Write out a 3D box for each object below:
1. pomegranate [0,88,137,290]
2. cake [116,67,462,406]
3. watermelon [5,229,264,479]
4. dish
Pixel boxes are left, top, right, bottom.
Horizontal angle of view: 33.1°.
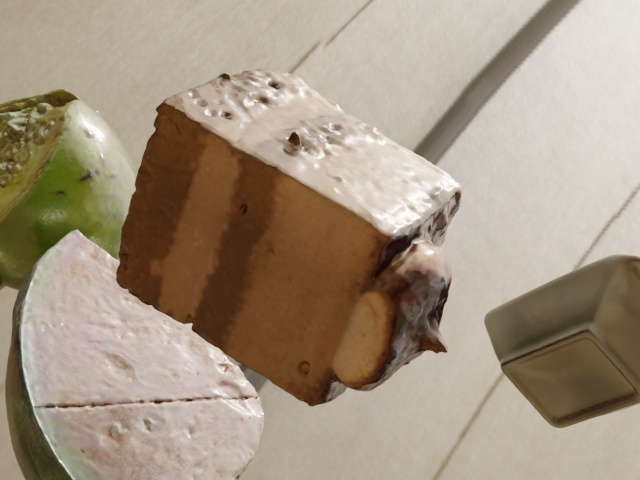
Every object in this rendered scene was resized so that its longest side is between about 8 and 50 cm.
[{"bbox_3d":[-0.385,-0.018,1.434,0.216,0.310,0.358,36,-99,-44],"label":"pomegranate"},{"bbox_3d":[0.000,0.000,0.910,0.293,0.199,0.196,30,-64,19],"label":"cake"},{"bbox_3d":[-0.232,0.206,1.138,0.319,0.292,0.222,35,-48,-4],"label":"watermelon"},{"bbox_3d":[0.265,0.106,1.016,0.154,0.064,0.234,47,-43,-8],"label":"dish"}]
